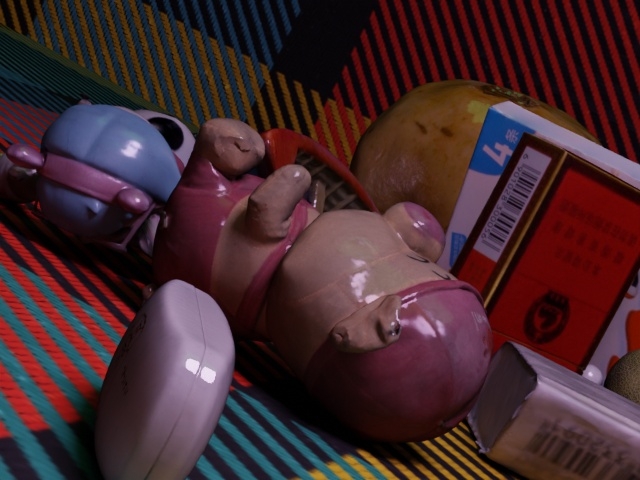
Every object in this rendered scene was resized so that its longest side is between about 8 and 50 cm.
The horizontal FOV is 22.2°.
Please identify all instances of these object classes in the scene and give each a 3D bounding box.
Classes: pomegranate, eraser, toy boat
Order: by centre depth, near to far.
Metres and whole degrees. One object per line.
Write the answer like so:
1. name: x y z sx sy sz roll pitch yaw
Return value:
1. eraser: 0.310 0.208 1.280 0.397 0.082 0.213 27 6 -4
2. toy boat: 0.000 0.000 1.406 0.079 0.136 0.392 -4 -24 23
3. pomegranate: 0.188 -0.031 1.935 0.332 0.332 0.332 27 5 -2

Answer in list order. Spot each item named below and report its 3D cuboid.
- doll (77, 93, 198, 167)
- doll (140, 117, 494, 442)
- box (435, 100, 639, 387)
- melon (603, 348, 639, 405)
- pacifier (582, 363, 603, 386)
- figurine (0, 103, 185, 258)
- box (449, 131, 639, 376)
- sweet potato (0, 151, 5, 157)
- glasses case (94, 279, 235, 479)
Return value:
1. doll: -0.174 -0.068 1.464 0.110 0.107 0.181 49 15 8
2. doll: 0.009 0.034 1.105 0.256 0.152 0.196 34 21 27
3. box: 0.238 0.041 1.574 0.265 0.273 0.048 29 27 26
4. melon: 0.300 0.165 1.449 0.099 0.099 0.162 25 36 -20
5. pacifier: 0.237 0.151 1.515 0.099 0.078 0.081 29 12 12
6. figurine: -0.164 -0.043 1.256 0.205 0.103 0.260 30 -4 14
7. box: 0.190 0.042 1.436 0.153 0.240 0.074 22 8 -41
8. sweet potato: -0.317 -0.095 1.358 0.153 0.038 0.041 30 28 8
9. glasses case: -0.072 0.066 0.751 0.049 0.074 0.193 26 5 -8
